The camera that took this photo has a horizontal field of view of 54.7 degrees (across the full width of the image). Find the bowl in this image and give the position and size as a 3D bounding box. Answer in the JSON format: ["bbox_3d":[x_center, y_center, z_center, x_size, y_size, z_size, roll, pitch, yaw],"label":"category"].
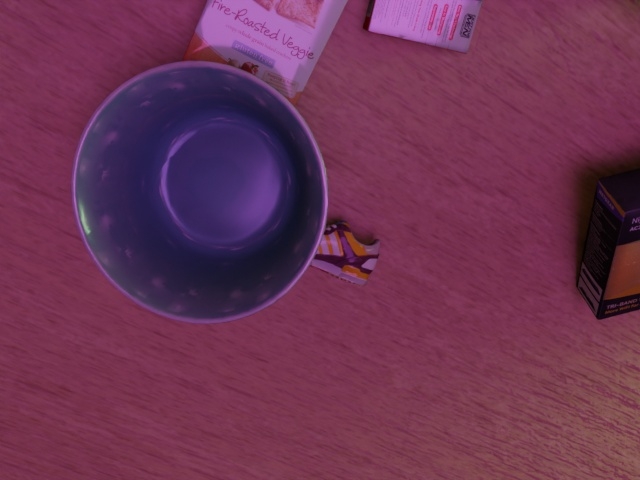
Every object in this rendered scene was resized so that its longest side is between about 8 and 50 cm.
[{"bbox_3d":[-0.140,-0.065,0.804,0.311,0.163,0.312,1,101,3],"label":"bowl"}]

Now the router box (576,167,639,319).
[{"bbox_3d":[0.566,-0.017,0.941,0.308,0.081,0.243,-15,134,-1],"label":"router box"}]

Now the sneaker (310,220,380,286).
[{"bbox_3d":[0.000,0.000,0.931,0.185,0.069,0.084,22,93,-16],"label":"sneaker"}]

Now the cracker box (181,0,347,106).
[{"bbox_3d":[-0.058,-0.299,0.786,0.155,0.067,0.232,23,108,-16],"label":"cracker box"}]

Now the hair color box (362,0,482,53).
[{"bbox_3d":[0.134,-0.300,0.822,0.141,0.043,0.072,10,112,-10],"label":"hair color box"}]
